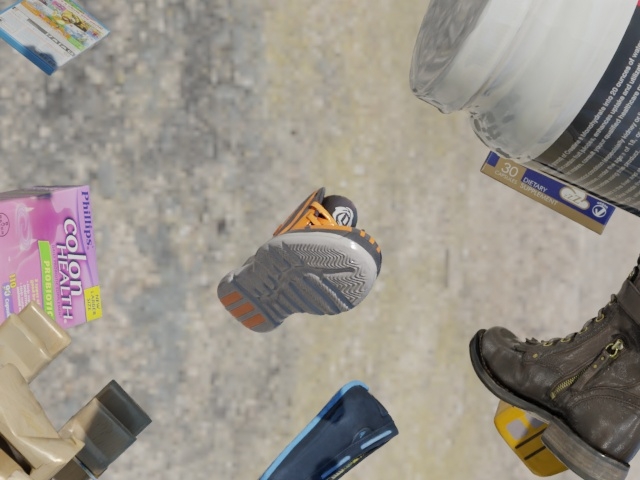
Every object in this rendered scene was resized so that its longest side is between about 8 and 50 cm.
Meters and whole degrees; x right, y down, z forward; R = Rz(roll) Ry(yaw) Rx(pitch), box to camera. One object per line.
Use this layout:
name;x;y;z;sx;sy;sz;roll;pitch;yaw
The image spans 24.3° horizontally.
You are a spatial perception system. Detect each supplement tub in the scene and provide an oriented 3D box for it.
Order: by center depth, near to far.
supplement tub;0.216;-0.116;0.979;0.191;0.272;0.191;-157;-90;-78

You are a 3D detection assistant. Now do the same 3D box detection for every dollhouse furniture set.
dollhouse furniture set;-0.441;0.197;1.578;0.394;0.256;0.362;46;17;-2

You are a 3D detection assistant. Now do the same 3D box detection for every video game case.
video game case;-0.395;-0.310;2.169;0.015;0.119;0.166;-53;178;36

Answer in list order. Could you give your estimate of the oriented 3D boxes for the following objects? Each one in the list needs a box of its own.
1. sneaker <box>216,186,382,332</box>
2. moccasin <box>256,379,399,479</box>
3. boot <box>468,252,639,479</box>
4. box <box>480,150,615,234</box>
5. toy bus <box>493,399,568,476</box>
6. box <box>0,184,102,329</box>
sneaker;0.000;0.000;1.816;0.124;0.321;0.180;49;60;-14
moccasin;-0.022;0.338;2.004;0.342;0.117;0.138;-47;175;-16
boot;0.268;0.082;1.359;0.091;0.263;0.229;25;103;-35
box;0.260;-0.127;1.420;0.225;0.136;0.036;-65;173;33
toy bus;0.402;0.187;1.976;0.130;0.333;0.108;51;24;-4
box;-0.457;0.037;2.243;0.243;0.117;0.213;-18;106;-59
